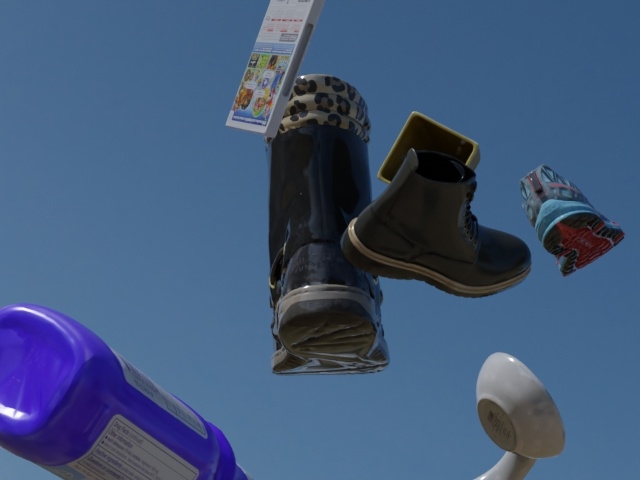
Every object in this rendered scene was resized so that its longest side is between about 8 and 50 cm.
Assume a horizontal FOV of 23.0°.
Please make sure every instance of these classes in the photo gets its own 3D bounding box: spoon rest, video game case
[{"bbox_3d":[0.226,0.232,1.869,0.137,0.084,0.276,48,-30,26],"label":"spoon rest"},{"bbox_3d":[-0.034,-0.141,1.215,0.011,0.122,0.087,21,-1,-26],"label":"video game case"}]

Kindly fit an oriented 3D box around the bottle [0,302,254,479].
[{"bbox_3d":[-0.133,0.142,1.094,0.118,0.092,0.283,27,-12,34],"label":"bottle"}]

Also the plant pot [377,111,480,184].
[{"bbox_3d":[0.121,-0.075,1.656,0.081,0.081,0.083,29,-1,19],"label":"plant pot"}]

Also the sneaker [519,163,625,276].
[{"bbox_3d":[0.337,-0.038,2.149,0.104,0.125,0.262,-32,-21,7],"label":"sneaker"}]

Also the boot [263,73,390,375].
[{"bbox_3d":[0.000,0.000,1.777,0.138,0.284,0.377,-4,-15,2],"label":"boot"}]

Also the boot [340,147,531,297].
[{"bbox_3d":[0.135,-0.018,1.452,0.197,0.077,0.137,4,-40,-29],"label":"boot"}]
